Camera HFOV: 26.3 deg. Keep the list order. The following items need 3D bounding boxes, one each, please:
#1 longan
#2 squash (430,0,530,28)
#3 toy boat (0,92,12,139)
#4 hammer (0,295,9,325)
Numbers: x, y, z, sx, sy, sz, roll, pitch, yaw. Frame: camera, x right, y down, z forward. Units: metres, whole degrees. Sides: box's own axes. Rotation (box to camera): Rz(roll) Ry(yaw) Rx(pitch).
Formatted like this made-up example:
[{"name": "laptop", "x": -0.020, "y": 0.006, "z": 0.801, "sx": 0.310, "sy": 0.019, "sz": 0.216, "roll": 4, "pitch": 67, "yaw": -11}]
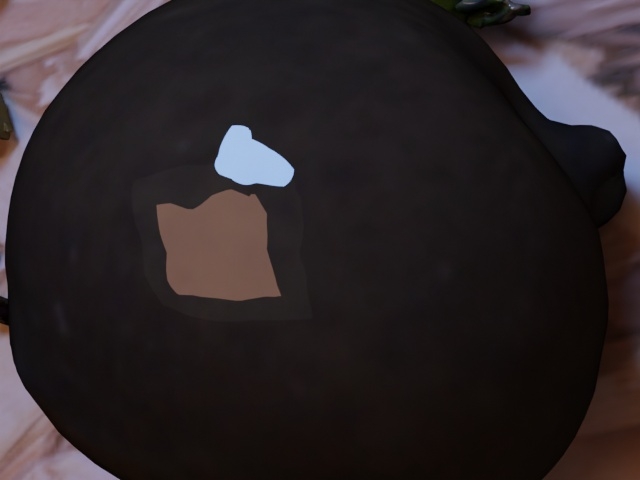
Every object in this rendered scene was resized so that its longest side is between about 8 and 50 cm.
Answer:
[{"name": "longan", "x": 0.000, "y": 0.000, "z": 0.627, "sx": 0.300, "sy": 0.243, "sz": 0.300, "roll": -3, "pitch": 57, "yaw": 4}, {"name": "squash", "x": 0.000, "y": -0.191, "z": 0.783, "sx": 0.318, "sy": 0.080, "sz": 0.071, "roll": 50, "pitch": 148, "yaw": 37}, {"name": "toy boat", "x": -0.301, "y": -0.090, "z": 1.012, "sx": 0.200, "sy": 0.057, "sz": 0.077, "roll": 6, "pitch": 87, "yaw": 40}, {"name": "hammer", "x": -0.189, "y": 0.050, "z": 0.904, "sx": 0.178, "sy": 0.021, "sz": 0.065, "roll": 16, "pitch": 88, "yaw": 40}]
